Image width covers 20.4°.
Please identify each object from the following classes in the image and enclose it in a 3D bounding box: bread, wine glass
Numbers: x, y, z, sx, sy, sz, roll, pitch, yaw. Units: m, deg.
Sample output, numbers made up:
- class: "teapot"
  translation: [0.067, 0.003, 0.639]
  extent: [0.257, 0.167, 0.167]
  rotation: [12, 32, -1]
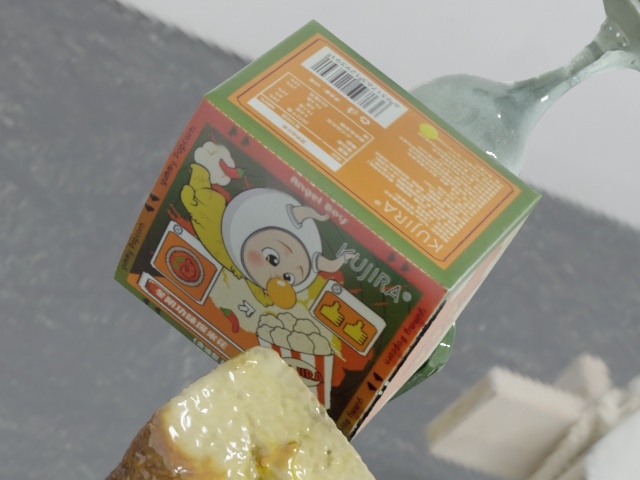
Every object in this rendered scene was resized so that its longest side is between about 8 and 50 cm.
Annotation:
- class: "bread"
  translation: [-0.059, 0.197, 1.040]
  extent: [0.114, 0.275, 0.185]
  rotation: [-32, 80, -30]
- class: "wine glass"
  translation: [0.166, -0.113, 1.613]
  extent: [0.143, 0.321, 0.143]
  rotation: [60, 2, -4]

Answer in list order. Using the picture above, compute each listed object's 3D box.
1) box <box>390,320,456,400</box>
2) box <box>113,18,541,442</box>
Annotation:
- class: "box"
  translation: [0.037, 0.009, 1.977]
  extent: [0.177, 0.253, 0.329]
  rotation: [16, 62, -21]
- class: "box"
  translation: [0.000, 0.000, 1.150]
  extent: [0.195, 0.177, 0.148]
  rotation: [39, 40, 8]
